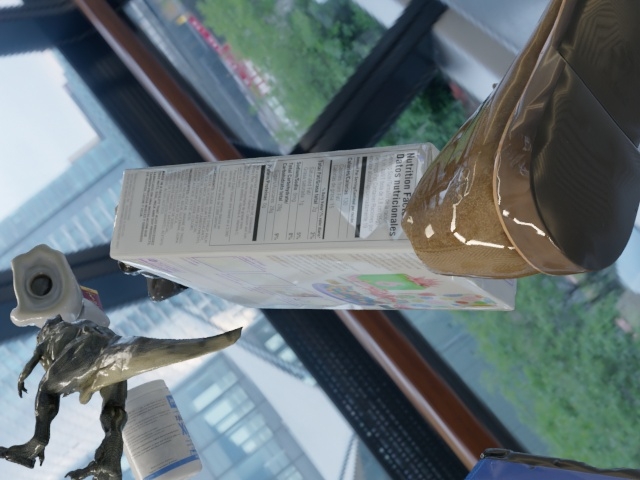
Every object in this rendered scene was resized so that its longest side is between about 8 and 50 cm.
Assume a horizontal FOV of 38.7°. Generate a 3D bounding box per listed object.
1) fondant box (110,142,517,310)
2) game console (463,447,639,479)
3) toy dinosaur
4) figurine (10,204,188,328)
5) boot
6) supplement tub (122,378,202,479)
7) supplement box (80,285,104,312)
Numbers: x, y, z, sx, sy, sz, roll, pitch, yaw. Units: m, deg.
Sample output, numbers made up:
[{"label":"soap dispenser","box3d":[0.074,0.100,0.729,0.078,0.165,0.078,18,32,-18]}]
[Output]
[{"label":"fondant box","box3d":[0.000,0.000,0.893,0.330,0.096,0.238,-1,164,30]},{"label":"game console","box3d":[0.289,0.317,0.910,0.293,0.250,0.173,-5,115,44]},{"label":"toy dinosaur","box3d":[-0.161,0.107,0.633,0.064,0.118,0.268,33,157,-35]},{"label":"figurine","box3d":[-0.255,0.056,1.113,0.092,0.214,0.209,59,171,19]},{"label":"boot","box3d":[0.140,-0.097,0.529,0.112,0.305,0.115,48,145,-18]},{"label":"supplement tub","box3d":[-0.177,0.210,0.970,0.107,0.071,0.071,64,180,13]},{"label":"supplement box","box3d":[-0.373,0.122,1.434,0.043,0.055,0.083,28,-149,-54]}]
